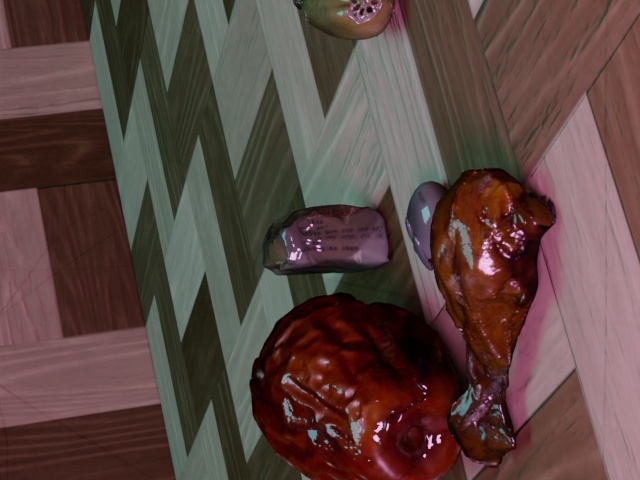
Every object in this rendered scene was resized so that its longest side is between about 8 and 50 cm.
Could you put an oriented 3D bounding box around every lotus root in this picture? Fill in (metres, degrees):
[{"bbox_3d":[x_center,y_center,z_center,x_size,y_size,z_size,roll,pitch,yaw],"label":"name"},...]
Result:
[{"bbox_3d":[0.024,-0.252,1.799,0.183,0.077,0.090,-157,68,-70],"label":"lotus root"}]

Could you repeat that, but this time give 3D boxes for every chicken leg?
[{"bbox_3d":[0.144,0.077,1.520,0.113,0.093,0.304,44,145,49],"label":"chicken leg"}]

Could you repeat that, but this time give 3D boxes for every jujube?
[{"bbox_3d":[0.036,0.154,1.736,0.290,0.197,0.197,-151,55,-64],"label":"jujube"}]

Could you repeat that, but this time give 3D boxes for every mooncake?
[{"bbox_3d":[0.000,0.000,1.920,0.130,0.125,0.073,153,114,-71],"label":"mooncake"}]

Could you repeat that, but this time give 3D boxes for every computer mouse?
[{"bbox_3d":[0.103,-0.013,1.696,0.096,0.039,0.066,97,159,-45],"label":"computer mouse"}]
